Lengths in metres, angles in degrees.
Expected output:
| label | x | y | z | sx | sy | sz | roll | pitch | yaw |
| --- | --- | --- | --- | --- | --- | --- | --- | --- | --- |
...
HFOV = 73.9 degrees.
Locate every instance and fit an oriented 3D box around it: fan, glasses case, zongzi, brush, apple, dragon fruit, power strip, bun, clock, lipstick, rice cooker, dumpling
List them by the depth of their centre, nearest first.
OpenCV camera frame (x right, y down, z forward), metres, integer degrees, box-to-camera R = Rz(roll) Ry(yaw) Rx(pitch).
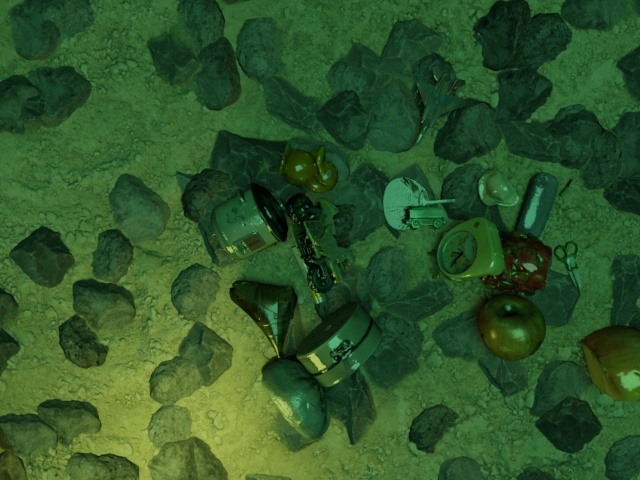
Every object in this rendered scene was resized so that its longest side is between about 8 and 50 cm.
| label | x | y | z | sx | sy | sz | roll | pitch | yaw |
| --- | --- | --- | --- | --- | --- | --- | --- | --- | --- |
| power strip | 0.076 | 0.413 | 1.696 | 0.357 | 0.357 | 0.161 | -40 | 93 | 4 |
| rice cooker | -0.270 | -0.075 | 1.702 | 0.316 | 0.264 | 0.317 | -7 | 128 | -10 |
| clock | 0.570 | 0.057 | 1.712 | 0.096 | 0.308 | 0.235 | 17 | 60 | -35 |
| dragon fruit | 0.767 | 0.085 | 1.727 | 0.290 | 0.250 | 0.269 | 12 | 72 | 27 |
| apple | 0.782 | 0.362 | 1.747 | 0.264 | 0.264 | 0.265 | 0 | 96 | 0 |
| bun | -0.088 | 0.645 | 1.756 | 0.194 | 0.354 | 0.355 | -38 | 95 | -18 |
| dumpling | 0.729 | -0.202 | 1.764 | 0.134 | 0.100 | 0.169 | -38 | 92 | 18 |
| zongzi | -0.255 | 0.327 | 1.770 | 0.285 | 0.138 | 0.300 | 8 | 75 | 0 |
| glasses case | 0.908 | -0.144 | 1.783 | 0.109 | 0.067 | 0.283 | 16 | 97 | 2 |
| apple | 1.313 | 0.522 | 1.795 | 0.308 | 0.314 | 0.252 | -18 | 139 | 8 |
| brush | 1.045 | -0.223 | 1.798 | 0.021 | 0.019 | 0.083 | 33 | 95 | -13 |
| fan | 0.398 | -0.135 | 1.813 | 0.294 | 0.012 | 0.224 | 24 | 96 | -3 |
| lipstick | -0.049 | 0.140 | 1.820 | 0.059 | 0.059 | 0.264 | -23 | 96 | 3 |

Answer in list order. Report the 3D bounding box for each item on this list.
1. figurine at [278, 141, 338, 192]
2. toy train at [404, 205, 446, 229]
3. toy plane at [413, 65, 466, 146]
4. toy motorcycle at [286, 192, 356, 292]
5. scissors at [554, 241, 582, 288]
| label | x | y | z | sx | sy | sz | roll | pitch | yaw |
| --- | --- | --- | --- | --- | --- | --- | --- | --- | --- |
| figurine | -0.047 | -0.290 | 1.732 | 0.227 | 0.215 | 0.216 | -1 | 96 | 15 |
| toy train | 0.440 | -0.095 | 1.782 | 0.171 | 0.070 | 0.100 | -1 | 88 | 0 |
| toy plane | 0.455 | -0.530 | 1.730 | 0.222 | 0.104 | 0.327 | 26 | 99 | -1 |
| toy motorcycle | 0.000 | 0.000 | 1.731 | 0.236 | 0.168 | 0.411 | -18 | 94 | -35 |
| scissors | 1.079 | 0.110 | 1.827 | 0.100 | 0.027 | 0.205 | -20 | 94 | 3 |
